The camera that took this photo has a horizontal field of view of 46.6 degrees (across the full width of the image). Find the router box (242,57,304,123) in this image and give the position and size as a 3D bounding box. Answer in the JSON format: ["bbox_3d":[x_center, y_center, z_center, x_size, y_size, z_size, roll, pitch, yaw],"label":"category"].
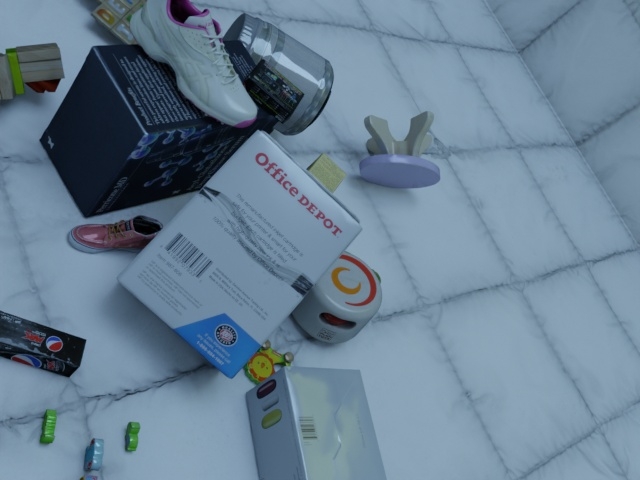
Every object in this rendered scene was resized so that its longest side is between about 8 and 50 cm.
[{"bbox_3d":[-0.101,-0.317,1.577,0.122,0.038,0.092,40,41,-13],"label":"router box"}]

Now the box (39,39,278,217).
[{"bbox_3d":[-0.327,-0.246,1.574,0.396,0.293,0.212,-20,74,-48],"label":"box"}]

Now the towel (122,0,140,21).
[{"bbox_3d":[-0.446,-0.573,1.922,0.209,0.034,0.284,-10,69,-48],"label":"towel"}]

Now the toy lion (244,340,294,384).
[{"bbox_3d":[-0.113,0.267,1.580,0.100,0.034,0.096,32,50,-21],"label":"toy lion"}]

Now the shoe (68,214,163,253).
[{"bbox_3d":[-0.407,-0.018,1.489,0.178,0.081,0.063,6,57,-40],"label":"shoe"}]

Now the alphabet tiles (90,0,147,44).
[{"bbox_3d":[-0.428,-0.560,1.894,0.343,0.011,0.285,39,40,-17],"label":"alphabet tiles"}]

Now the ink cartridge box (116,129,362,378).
[{"bbox_3d":[-0.156,0.025,1.465,0.285,0.166,0.395,43,79,-8],"label":"ink cartridge box"}]

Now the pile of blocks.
[{"bbox_3d":[-0.675,-0.310,1.477,0.362,0.149,0.112,-24,120,-40],"label":"pile of blocks"}]

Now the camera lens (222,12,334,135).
[{"bbox_3d":[-0.121,-0.408,1.855,0.274,0.219,0.219,28,45,-24],"label":"camera lens"}]

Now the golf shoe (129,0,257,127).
[{"bbox_3d":[-0.224,-0.349,1.414,0.306,0.140,0.115,45,39,-8],"label":"golf shoe"}]

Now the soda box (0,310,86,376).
[{"bbox_3d":[-0.497,0.179,1.279,0.169,0.053,0.060,25,47,-26],"label":"soda box"}]

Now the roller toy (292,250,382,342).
[{"bbox_3d":[0.030,0.134,1.719,0.209,0.146,0.191,-19,65,-42],"label":"roller toy"}]

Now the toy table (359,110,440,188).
[{"bbox_3d":[0.229,-0.259,2.148,0.274,0.252,0.160,17,65,-49],"label":"toy table"}]

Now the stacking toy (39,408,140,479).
[{"bbox_3d":[-0.378,0.391,1.225,0.167,0.052,0.221,18,49,-32],"label":"stacking toy"}]

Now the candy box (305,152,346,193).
[{"bbox_3d":[-0.073,-0.059,1.746,0.087,0.183,0.316,42,41,-7],"label":"candy box"}]

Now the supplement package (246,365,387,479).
[{"bbox_3d":[-0.009,0.401,1.477,0.204,0.145,0.261,11,53,-37],"label":"supplement package"}]

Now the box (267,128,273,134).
[{"bbox_3d":[-0.194,-0.399,1.996,0.183,0.056,0.231,29,44,-21],"label":"box"}]

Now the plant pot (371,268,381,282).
[{"bbox_3d":[0.109,0.111,1.859,0.083,0.079,0.083,24,47,-28],"label":"plant pot"}]
